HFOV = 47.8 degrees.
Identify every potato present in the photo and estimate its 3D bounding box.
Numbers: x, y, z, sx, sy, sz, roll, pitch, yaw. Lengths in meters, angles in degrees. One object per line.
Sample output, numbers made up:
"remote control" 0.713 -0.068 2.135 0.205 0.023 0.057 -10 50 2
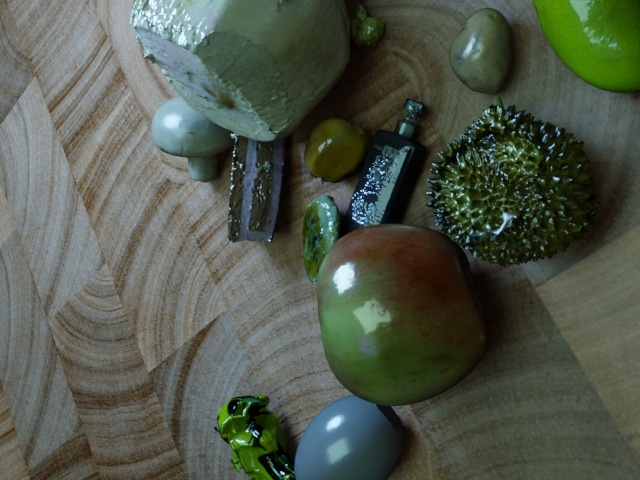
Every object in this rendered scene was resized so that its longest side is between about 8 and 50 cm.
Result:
"potato" 0.279 -0.327 1.250 0.112 0.112 0.147 3 83 37

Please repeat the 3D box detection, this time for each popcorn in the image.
"popcorn" 0.089 -0.421 1.424 0.068 0.059 0.083 -17 86 -4

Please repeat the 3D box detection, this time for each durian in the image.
"durian" 0.302 -0.088 1.155 0.293 0.258 0.258 50 118 45

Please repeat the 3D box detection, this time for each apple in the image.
"apple" 0.140 0.121 1.232 0.276 0.319 0.320 -9 83 9

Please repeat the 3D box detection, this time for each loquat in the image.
"loquat" 0.031 -0.173 1.425 0.137 0.137 0.113 -53 47 24

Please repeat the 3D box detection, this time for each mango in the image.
"mango" 0.429 -0.361 1.116 0.175 0.143 0.293 -26 84 28

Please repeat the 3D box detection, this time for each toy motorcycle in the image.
"toy motorcycle" -0.108 0.447 1.517 0.342 0.142 0.206 39 150 31

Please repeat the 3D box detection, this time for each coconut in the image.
"coconut" -0.119 -0.417 1.386 0.404 0.404 0.405 -1 89 37

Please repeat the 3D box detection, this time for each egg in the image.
"egg" 0.049 0.399 1.364 0.232 0.176 0.176 -50 61 13

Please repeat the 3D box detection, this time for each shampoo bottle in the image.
"shampoo bottle" 0.128 -0.119 1.384 0.098 0.071 0.310 32 107 40

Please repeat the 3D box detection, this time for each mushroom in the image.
"mushroom" -0.279 -0.234 1.620 0.206 0.206 0.209 21 103 36

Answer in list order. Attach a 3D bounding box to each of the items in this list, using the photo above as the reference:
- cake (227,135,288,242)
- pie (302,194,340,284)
"cake" -0.139 -0.133 1.566 0.113 0.115 0.296 155 122 -80
"pie" 0.000 0.000 1.446 0.187 0.041 0.187 -177 90 -71
